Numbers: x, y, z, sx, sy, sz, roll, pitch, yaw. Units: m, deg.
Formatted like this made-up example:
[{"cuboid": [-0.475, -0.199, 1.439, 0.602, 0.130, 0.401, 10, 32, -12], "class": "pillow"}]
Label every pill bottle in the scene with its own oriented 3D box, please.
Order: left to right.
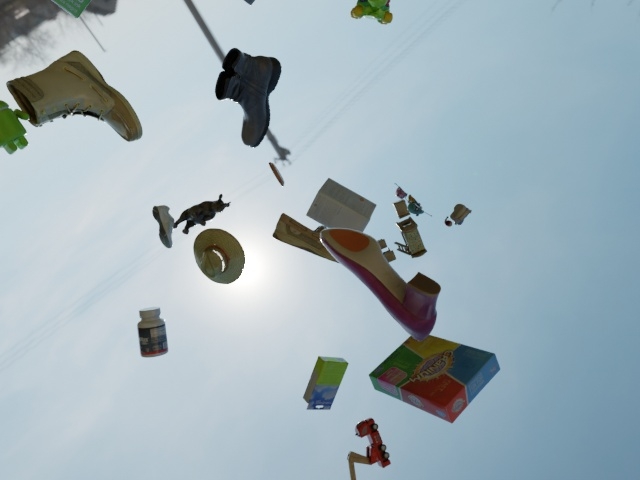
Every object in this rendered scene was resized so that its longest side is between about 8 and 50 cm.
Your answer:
[{"cuboid": [-0.651, 0.352, 2.133, 0.108, 0.180, 0.108, -6, -177, 0], "class": "pill bottle"}]

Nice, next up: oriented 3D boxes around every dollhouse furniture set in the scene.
[{"cuboid": [0.252, -0.019, 1.883, 0.161, 0.181, 0.101, -24, -159, 2], "class": "dollhouse furniture set"}]

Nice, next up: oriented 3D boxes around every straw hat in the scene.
[{"cuboid": [-0.242, 0.049, 1.253, 0.145, 0.144, 0.061, -14, -162, 25], "class": "straw hat"}]

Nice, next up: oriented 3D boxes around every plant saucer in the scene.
[{"cuboid": [-0.131, -0.202, 1.672, 0.013, 0.083, 0.083, -30, -148, 5], "class": "plant saucer"}]

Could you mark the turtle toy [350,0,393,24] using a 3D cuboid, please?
[{"cuboid": [0.123, -0.538, 1.264, 0.095, 0.066, 0.130, 9, -163, -6], "class": "turtle toy"}]

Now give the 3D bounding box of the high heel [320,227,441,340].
[{"cuboid": [0.091, 0.070, 0.932, 0.244, 0.117, 0.082, 28, -138, 26], "class": "high heel"}]

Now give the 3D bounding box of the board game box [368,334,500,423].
[{"cuboid": [0.338, 0.399, 1.671, 0.242, 0.064, 0.317, -36, -156, -29], "class": "board game box"}]

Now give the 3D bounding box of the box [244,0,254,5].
[{"cuboid": [-0.182, -0.762, 1.499, 0.114, 0.103, 0.203, -29, -138, 44], "class": "box"}]

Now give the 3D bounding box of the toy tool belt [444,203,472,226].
[{"cuboid": [0.426, -0.069, 1.696, 0.083, 0.051, 0.052, -54, -149, 11], "class": "toy tool belt"}]

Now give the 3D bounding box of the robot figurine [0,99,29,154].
[{"cuboid": [-0.645, -0.233, 1.117, 0.067, 0.115, 0.101, -10, -156, 49], "class": "robot figurine"}]

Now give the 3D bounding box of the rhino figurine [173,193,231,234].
[{"cuboid": [-0.402, -0.098, 1.913, 0.243, 0.073, 0.106, -20, -156, 31], "class": "rhino figurine"}]

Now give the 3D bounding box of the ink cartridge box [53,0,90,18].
[{"cuboid": [-0.389, -0.527, 0.902, 0.273, 0.115, 0.198, -51, -133, 4], "class": "ink cartridge box"}]

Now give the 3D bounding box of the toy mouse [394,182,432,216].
[{"cuboid": [0.279, -0.123, 1.759, 0.031, 0.161, 0.143, -46, 168, 17], "class": "toy mouse"}]

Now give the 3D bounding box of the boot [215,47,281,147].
[{"cuboid": [-0.275, -0.485, 1.902, 0.118, 0.338, 0.223, 29, -155, 33], "class": "boot"}]

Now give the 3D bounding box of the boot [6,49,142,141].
[{"cuboid": [-0.572, -0.307, 1.301, 0.095, 0.262, 0.203, -30, -167, 49], "class": "boot"}]

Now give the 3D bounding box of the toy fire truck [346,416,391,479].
[{"cuboid": [0.127, 0.625, 1.591, 0.135, 0.192, 0.047, -19, 173, -18], "class": "toy fire truck"}]

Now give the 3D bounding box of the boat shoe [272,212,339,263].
[{"cuboid": [0.000, 0.000, 2.005, 0.122, 0.341, 0.110, -159, -90, -76], "class": "boat shoe"}]

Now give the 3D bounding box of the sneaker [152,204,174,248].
[{"cuboid": [-0.520, -0.049, 1.876, 0.054, 0.152, 0.061, -9, -174, 42], "class": "sneaker"}]

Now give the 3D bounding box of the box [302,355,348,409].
[{"cuboid": [0.014, 0.473, 1.829, 0.042, 0.109, 0.178, 33, -75, 52], "class": "box"}]

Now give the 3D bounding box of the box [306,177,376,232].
[{"cuboid": [0.063, -0.090, 1.625, 0.091, 0.170, 0.130, -60, 179, 27], "class": "box"}]
